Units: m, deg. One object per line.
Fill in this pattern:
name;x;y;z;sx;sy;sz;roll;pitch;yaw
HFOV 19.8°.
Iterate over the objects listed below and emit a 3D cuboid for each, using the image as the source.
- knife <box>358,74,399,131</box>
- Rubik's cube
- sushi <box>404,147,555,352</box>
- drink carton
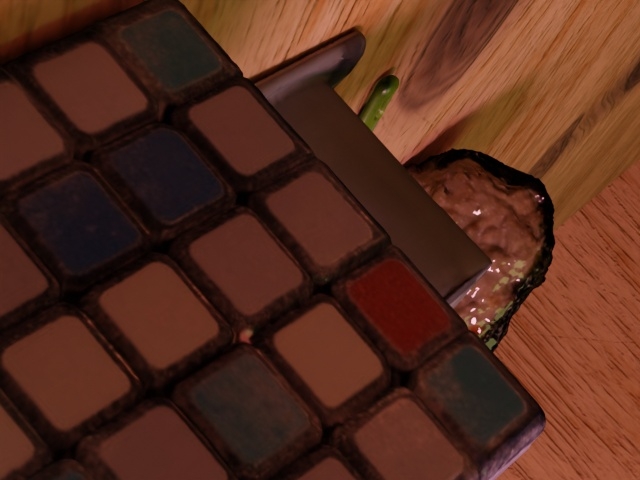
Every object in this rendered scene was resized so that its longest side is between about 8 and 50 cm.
knife;0.034;-0.082;1.490;0.054;0.015;0.212;-38;170;-26
Rubik's cube;-0.127;0.107;0.864;0.293;0.292;0.287;-36;169;-44
sushi;0.084;0.062;1.790;0.350;0.211;0.171;-48;166;-2
drink carton;0.000;0.000;1.227;0.185;0.189;0.191;-39;172;-49
